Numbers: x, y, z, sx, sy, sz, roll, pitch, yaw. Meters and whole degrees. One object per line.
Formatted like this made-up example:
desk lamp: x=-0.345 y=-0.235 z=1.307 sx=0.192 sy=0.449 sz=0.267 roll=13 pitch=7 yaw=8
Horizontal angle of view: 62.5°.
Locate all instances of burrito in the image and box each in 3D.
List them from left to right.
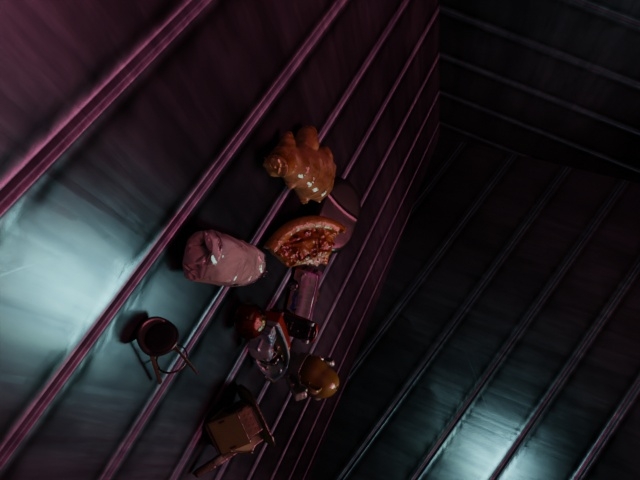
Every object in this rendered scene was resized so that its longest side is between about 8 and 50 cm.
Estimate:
burrito: x=-0.243 y=0.061 z=1.470 sx=0.445 sy=0.101 sz=0.139 roll=25 pitch=79 yaw=-72

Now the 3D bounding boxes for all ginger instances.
ginger: x=-0.044 y=-0.255 z=1.666 sx=0.236 sy=0.166 sz=0.375 roll=-61 pitch=167 yaw=-4

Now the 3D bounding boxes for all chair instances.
chair: x=-0.373 y=0.275 z=1.303 sx=0.222 sy=0.095 sz=0.104 roll=82 pitch=20 yaw=-52

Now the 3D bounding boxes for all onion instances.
onion: x=-0.230 y=0.262 z=1.700 sx=0.117 sy=0.118 sz=0.119 roll=39 pitch=66 yaw=-38

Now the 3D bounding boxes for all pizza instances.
pizza: x=-0.043 y=0.005 z=1.843 sx=0.365 sy=0.073 sz=0.182 roll=-6 pitch=88 yaw=-40

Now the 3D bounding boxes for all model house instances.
model house: x=-0.328 y=0.651 z=1.775 sx=0.278 sy=0.219 sz=0.205 roll=-25 pitch=-178 yaw=-25

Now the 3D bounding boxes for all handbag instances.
handbag: x=0.048 y=-0.093 z=2.029 sx=0.253 sy=0.093 sz=0.308 roll=34 pitch=72 yaw=-38

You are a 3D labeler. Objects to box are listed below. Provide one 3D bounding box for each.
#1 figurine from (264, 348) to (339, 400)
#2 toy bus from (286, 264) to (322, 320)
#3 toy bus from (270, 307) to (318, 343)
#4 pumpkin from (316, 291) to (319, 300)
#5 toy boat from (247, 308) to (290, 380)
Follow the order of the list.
figurine: x=-0.058 y=0.552 z=2.177 sx=0.342 sy=0.284 sz=0.167 roll=-53 pitch=152 yaw=-49
toy bus: x=-0.078 y=0.238 z=2.112 sx=0.090 sy=0.112 sz=0.274 roll=-40 pitch=144 yaw=-71
toy bus: x=-0.098 y=0.318 z=1.982 sx=0.089 sy=0.195 sz=0.081 roll=1 pitch=106 yaw=-74
pumpkin: x=-0.039 y=0.253 z=2.321 sx=0.083 sy=0.053 sz=0.074 roll=-64 pitch=156 yaw=-10
toy boat: x=-0.185 y=0.393 z=1.869 sx=0.332 sy=0.145 sz=0.133 roll=85 pitch=20 yaw=-46
